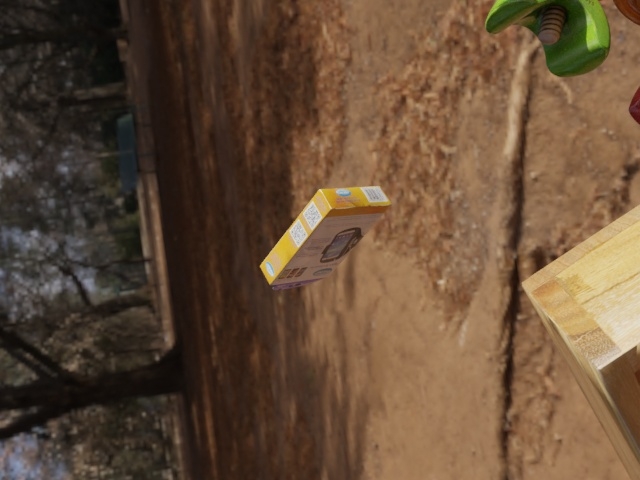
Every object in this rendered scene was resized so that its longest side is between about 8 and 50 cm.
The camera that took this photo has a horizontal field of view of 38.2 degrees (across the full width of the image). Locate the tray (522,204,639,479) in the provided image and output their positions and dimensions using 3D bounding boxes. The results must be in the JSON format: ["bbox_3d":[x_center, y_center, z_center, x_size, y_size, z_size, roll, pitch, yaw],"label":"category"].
[{"bbox_3d":[0.277,0.117,0.482,0.411,0.202,0.076,55,-177,-32],"label":"tray"}]

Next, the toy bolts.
[{"bbox_3d":[0.286,-0.211,0.749,0.218,0.228,0.159,-18,48,60],"label":"toy bolts"}]

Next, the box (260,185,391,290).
[{"bbox_3d":[0.000,0.000,0.899,0.136,0.081,0.028,-48,60,39],"label":"box"}]
